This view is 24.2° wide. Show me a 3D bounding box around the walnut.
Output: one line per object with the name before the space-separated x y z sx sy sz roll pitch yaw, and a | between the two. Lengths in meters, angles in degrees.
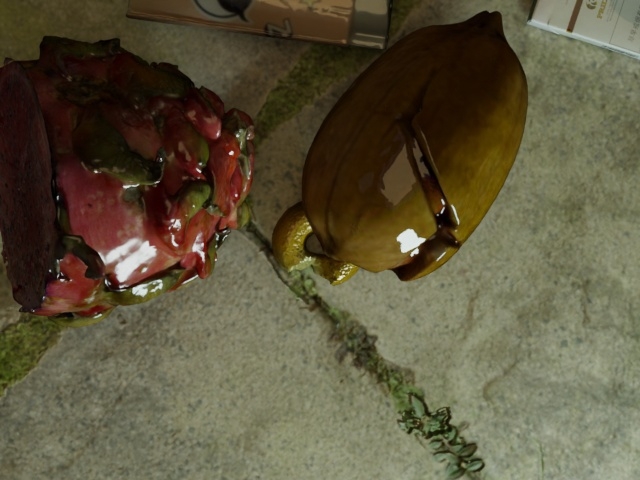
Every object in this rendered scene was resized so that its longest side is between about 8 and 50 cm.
walnut | 0.114 -0.114 1.610 0.209 0.209 0.336 30 77 -1

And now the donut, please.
donut | 0.000 0.000 1.689 0.108 0.043 0.097 12 93 -5

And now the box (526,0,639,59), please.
box | 0.319 -0.261 1.679 0.154 0.040 0.084 18 94 0

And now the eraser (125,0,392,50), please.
eraser | -0.060 -0.311 1.654 0.291 0.087 0.171 8 93 0

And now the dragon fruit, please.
dragon fruit | -0.196 -0.051 1.589 0.263 0.296 0.314 -5 58 -26
